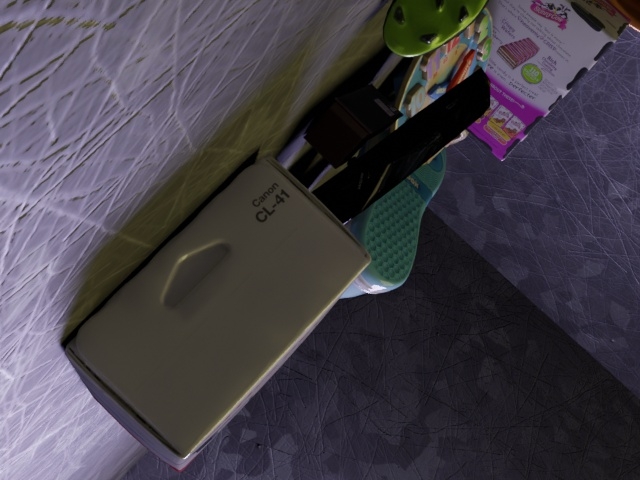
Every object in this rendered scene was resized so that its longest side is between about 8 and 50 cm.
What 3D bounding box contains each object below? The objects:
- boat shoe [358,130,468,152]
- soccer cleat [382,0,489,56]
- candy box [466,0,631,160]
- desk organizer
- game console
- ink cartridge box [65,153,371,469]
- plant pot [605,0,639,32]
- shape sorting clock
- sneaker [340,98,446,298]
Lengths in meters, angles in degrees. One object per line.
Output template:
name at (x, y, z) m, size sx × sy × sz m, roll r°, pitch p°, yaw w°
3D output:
boat shoe at (0.173, -0.179, 1.497) m, size 0.302 × 0.098 × 0.109 m, roll -44°, pitch 175°, yaw -41°
soccer cleat at (0.114, -0.209, 0.802) m, size 0.179 × 0.060 × 0.072 m, roll -50°, pitch 178°, yaw -2°
candy box at (0.247, -0.234, 1.296) m, size 0.071 × 0.159 × 0.233 m, roll -46°, pitch 177°, yaw -45°
desk organizer at (0.033, -0.111, 0.997) m, size 0.050 × 0.047 × 0.130 m, roll -46°, pitch 177°, yaw 22°
game console at (0.017, -0.047, 1.052) m, size 0.213 × 0.044 × 0.361 m, roll -39°, pitch -176°, yaw -36°
ink cartridge box at (-0.095, 0.082, 0.925) m, size 0.226 × 0.131 × 0.306 m, roll -46°, pitch 178°, yaw -15°
plant pot at (0.464, -0.408, 1.279) m, size 0.291 × 0.291 × 0.203 m, roll -49°, pitch -167°, yaw 25°
shape sorting clock at (0.145, -0.177, 1.200) m, size 0.206 × 0.040 × 0.206 m, roll -39°, pitch 144°, yaw -36°
sneaker at (0.031, -0.047, 1.299) m, size 0.208 × 0.127 × 0.319 m, roll -23°, pitch -150°, yaw 39°
